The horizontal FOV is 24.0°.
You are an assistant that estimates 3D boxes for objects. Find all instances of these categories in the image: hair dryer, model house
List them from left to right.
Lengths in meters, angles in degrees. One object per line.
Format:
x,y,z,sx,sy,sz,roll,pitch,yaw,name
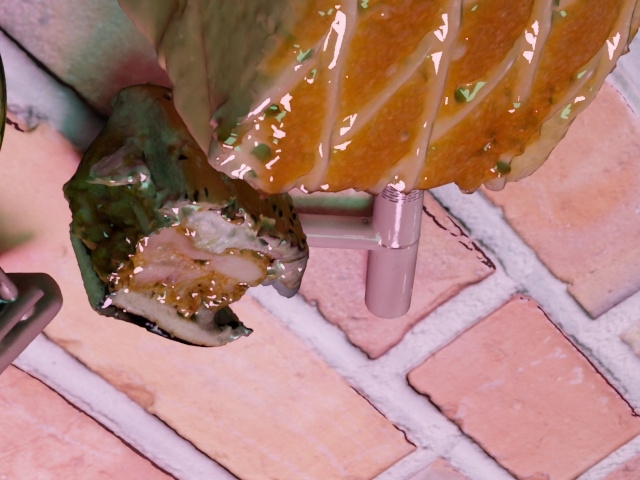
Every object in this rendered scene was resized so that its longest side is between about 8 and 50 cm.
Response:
-0.375,0.064,1.387,0.229,0.122,0.188,-46,140,-13,model house
-0.003,0.010,1.553,0.220,0.053,0.195,-9,132,-12,hair dryer

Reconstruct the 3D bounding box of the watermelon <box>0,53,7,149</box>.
-0.382,-0.102,1.157,0.285,0.285,0.285,-11,132,-12,watermelon

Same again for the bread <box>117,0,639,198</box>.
0.069,-0.252,1.164,0.371,0.279,0.390,-2,131,-37,bread

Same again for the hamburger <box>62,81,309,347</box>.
-0.132,-0.028,1.394,0.168,0.192,0.288,-30,155,16,hamburger
